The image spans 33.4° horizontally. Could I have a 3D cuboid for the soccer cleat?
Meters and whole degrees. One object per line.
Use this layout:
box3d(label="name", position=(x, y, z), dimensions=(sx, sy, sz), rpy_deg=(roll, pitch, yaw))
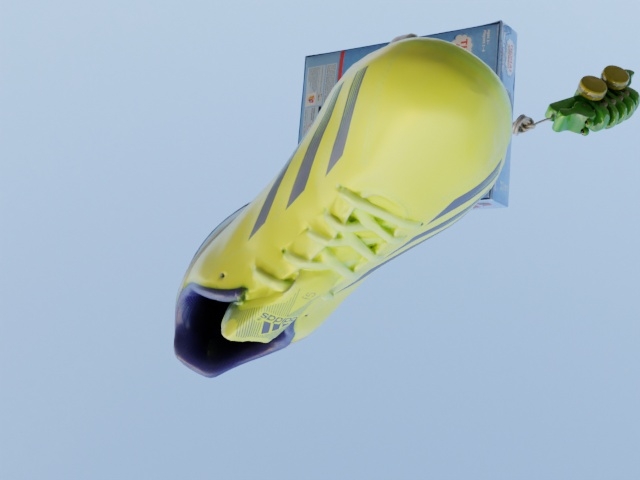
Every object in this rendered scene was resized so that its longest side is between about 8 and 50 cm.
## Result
box3d(label="soccer cleat", position=(0.001, 0.001, 0.553), dimensions=(0.093, 0.289, 0.121), rpy_deg=(38, -123, -8))

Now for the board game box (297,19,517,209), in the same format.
box3d(label="board game box", position=(0.072, -0.103, 0.970), dimensions=(0.211, 0.039, 0.160), rpy_deg=(-3, -103, 37))

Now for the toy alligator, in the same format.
box3d(label="toy alligator", position=(0.271, -0.129, 1.083), dimensions=(0.190, 0.056, 0.051), rpy_deg=(-26, -121, -33))
